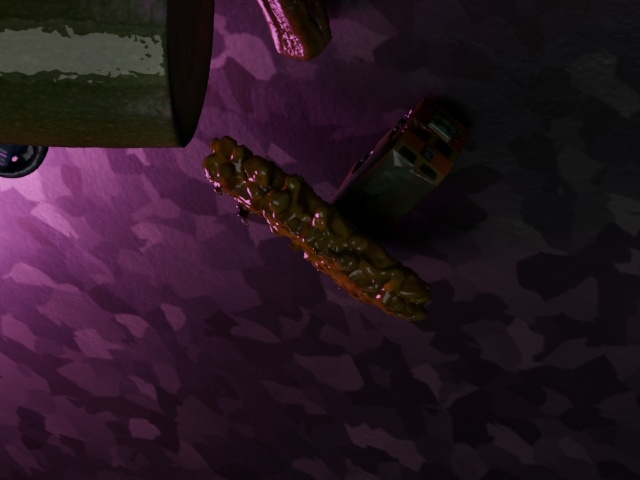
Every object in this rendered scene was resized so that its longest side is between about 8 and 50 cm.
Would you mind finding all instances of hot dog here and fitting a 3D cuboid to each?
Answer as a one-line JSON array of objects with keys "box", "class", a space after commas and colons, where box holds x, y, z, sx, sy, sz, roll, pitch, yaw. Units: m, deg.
[{"box": [-0.059, -0.303, 1.614, 0.087, 0.061, 0.286, 14, 141, 34], "class": "hot dog"}]

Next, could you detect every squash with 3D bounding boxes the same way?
[{"box": [-0.312, -0.224, 1.563, 0.384, 0.263, 0.263, 3, 137, 4], "class": "squash"}]

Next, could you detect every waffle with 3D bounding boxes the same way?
[{"box": [0.000, 0.000, 1.783, 0.293, 0.069, 0.259, 39, 175, -35], "class": "waffle"}]

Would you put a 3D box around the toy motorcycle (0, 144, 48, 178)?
[{"box": [-0.376, -0.226, 1.777, 0.241, 0.182, 0.319, -19, 119, 45], "class": "toy motorcycle"}]

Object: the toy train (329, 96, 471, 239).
[{"box": [0.084, -0.073, 1.756, 0.072, 0.099, 0.188, 35, 139, -10], "class": "toy train"}]
